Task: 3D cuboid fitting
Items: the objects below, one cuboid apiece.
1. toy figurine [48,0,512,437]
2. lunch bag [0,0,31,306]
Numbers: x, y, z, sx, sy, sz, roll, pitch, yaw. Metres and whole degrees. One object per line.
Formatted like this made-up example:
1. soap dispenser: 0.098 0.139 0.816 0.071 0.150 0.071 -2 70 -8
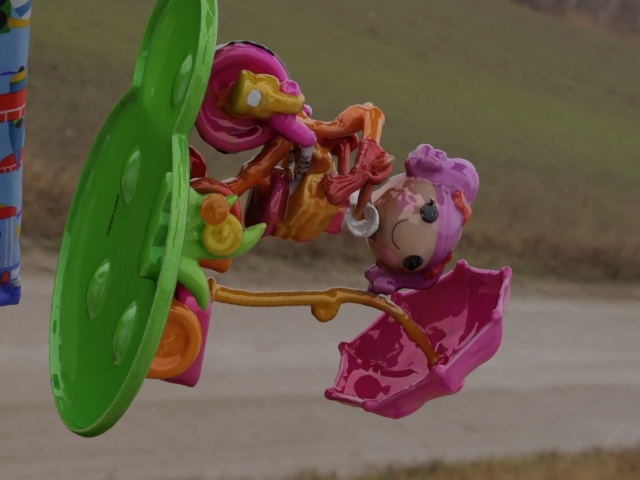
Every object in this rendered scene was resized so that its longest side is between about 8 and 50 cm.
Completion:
1. toy figurine: 0.000 0.000 0.637 0.159 0.173 0.130 12 13 -24
2. lunch bag: -0.266 -0.120 0.863 0.138 0.221 0.293 -13 38 -31
